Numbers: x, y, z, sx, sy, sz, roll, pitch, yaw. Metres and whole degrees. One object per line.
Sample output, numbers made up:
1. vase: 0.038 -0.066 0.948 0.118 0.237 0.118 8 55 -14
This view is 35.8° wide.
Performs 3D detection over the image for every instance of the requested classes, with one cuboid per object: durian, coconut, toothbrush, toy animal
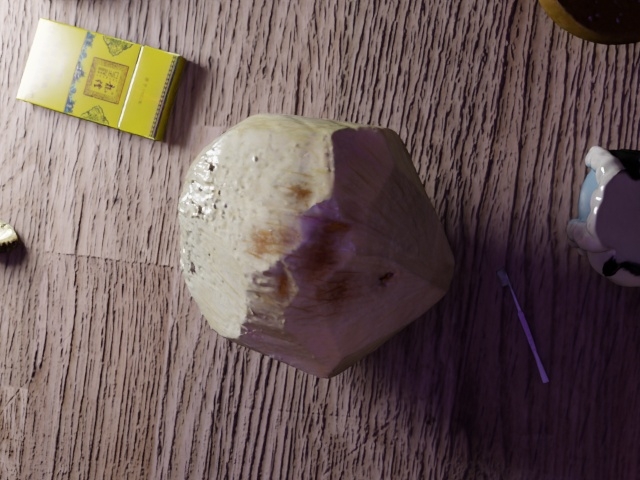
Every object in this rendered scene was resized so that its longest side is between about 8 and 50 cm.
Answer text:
1. durian: -0.603 -0.013 1.775 0.130 0.052 0.066 24 92 13
2. coconut: 0.000 0.000 1.474 0.415 0.415 0.344 19 49 13
3. toothbrush: 0.322 0.134 1.575 0.017 0.014 0.194 -24 84 11
4. toy animal: 0.460 -0.036 1.474 0.208 0.156 0.204 13 94 -18

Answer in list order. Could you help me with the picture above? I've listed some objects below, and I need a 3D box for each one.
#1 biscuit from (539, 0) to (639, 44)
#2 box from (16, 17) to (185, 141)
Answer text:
1. biscuit: 0.446 -0.478 1.496 0.314 0.063 0.367 -9 87 -14
2. box: -0.386 -0.283 1.739 0.279 0.041 0.153 17 91 13
